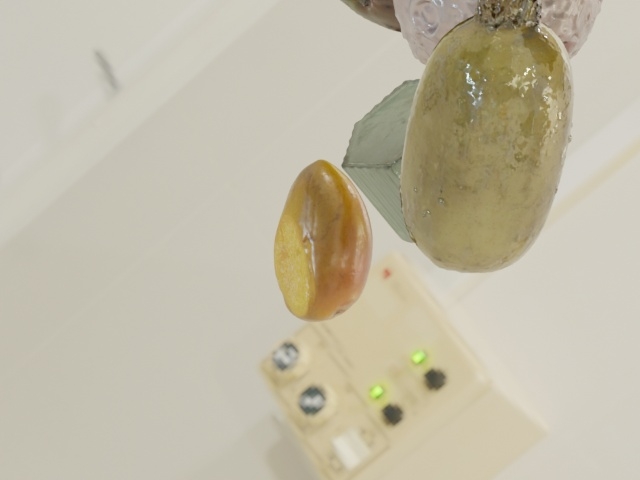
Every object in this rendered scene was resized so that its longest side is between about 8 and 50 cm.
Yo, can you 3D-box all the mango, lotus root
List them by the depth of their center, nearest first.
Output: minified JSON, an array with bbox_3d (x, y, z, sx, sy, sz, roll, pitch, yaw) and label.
[{"bbox_3d":[0.175,-0.121,1.558,0.169,0.342,0.151,25,34,26],"label":"lotus root"},{"bbox_3d":[0.005,0.000,2.011,0.102,0.217,0.141,-4,2,-37],"label":"mango"}]

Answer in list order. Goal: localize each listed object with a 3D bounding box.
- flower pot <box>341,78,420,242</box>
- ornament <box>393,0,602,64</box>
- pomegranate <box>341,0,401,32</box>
[{"bbox_3d":[0.175,-0.130,2.445,0.189,0.209,0.239,48,37,-30],"label":"flower pot"},{"bbox_3d":[0.211,-0.314,1.824,0.259,0.259,0.225,53,2,24],"label":"ornament"},{"bbox_3d":[0.119,-0.455,2.073,0.291,0.291,0.323,40,54,-47],"label":"pomegranate"}]
